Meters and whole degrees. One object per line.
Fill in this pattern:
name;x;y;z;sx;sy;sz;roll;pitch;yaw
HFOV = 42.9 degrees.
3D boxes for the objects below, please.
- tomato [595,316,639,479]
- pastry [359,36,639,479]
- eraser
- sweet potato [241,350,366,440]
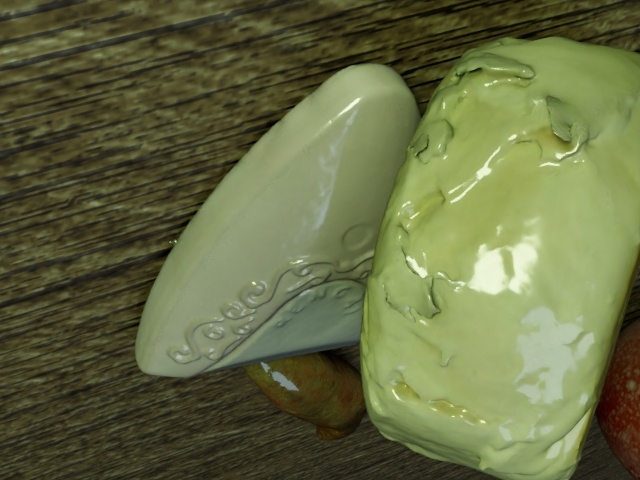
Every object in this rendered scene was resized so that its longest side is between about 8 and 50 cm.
tomato;0.442;0.186;0.878;0.270;0.270;0.227;13;130;-44
pastry;0.112;0.012;0.459;0.265;0.133;0.265;16;90;-73
eraser;0.000;0.001;0.513;0.204;0.059;0.243;-7;141;-28
sweet potato;0.000;0.132;0.695;0.078;0.058;0.255;-15;151;11
